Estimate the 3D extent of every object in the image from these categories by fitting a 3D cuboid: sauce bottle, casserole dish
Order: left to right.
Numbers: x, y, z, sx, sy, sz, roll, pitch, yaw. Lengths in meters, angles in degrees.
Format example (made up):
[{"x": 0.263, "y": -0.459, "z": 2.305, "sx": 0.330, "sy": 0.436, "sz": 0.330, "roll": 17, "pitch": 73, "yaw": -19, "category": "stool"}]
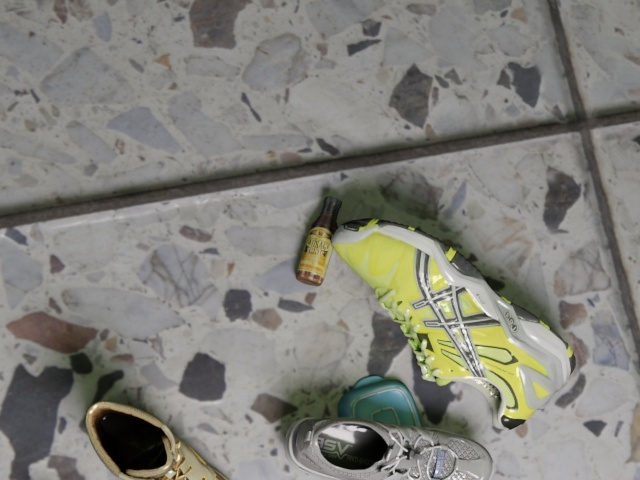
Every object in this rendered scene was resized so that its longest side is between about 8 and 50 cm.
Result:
[{"x": 0.000, "y": 0.000, "z": 1.630, "sx": 0.042, "sy": 0.042, "sz": 0.128, "roll": 16, "pitch": 75, "yaw": -6, "category": "sauce bottle"}, {"x": 0.094, "y": 0.279, "z": 1.591, "sx": 0.114, "sy": 0.037, "sz": 0.188, "roll": -15, "pitch": 82, "yaw": -12, "category": "casserole dish"}]

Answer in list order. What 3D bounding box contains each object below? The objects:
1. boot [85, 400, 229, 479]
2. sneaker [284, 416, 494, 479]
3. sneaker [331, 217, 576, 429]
[{"x": -0.188, "y": 0.296, "z": 1.450, "sx": 0.262, "sy": 0.203, "sz": 0.095, "roll": 42, "pitch": 76, "yaw": 2, "category": "boot"}, {"x": 0.096, "y": 0.291, "z": 1.509, "sx": 0.281, "sy": 0.115, "sz": 0.105, "roll": 7, "pitch": 77, "yaw": -8, "category": "sneaker"}, {"x": 0.168, "y": 0.111, "z": 1.584, "sx": 0.385, "sy": 0.145, "sz": 0.147, "roll": 36, "pitch": 74, "yaw": 1, "category": "sneaker"}]
